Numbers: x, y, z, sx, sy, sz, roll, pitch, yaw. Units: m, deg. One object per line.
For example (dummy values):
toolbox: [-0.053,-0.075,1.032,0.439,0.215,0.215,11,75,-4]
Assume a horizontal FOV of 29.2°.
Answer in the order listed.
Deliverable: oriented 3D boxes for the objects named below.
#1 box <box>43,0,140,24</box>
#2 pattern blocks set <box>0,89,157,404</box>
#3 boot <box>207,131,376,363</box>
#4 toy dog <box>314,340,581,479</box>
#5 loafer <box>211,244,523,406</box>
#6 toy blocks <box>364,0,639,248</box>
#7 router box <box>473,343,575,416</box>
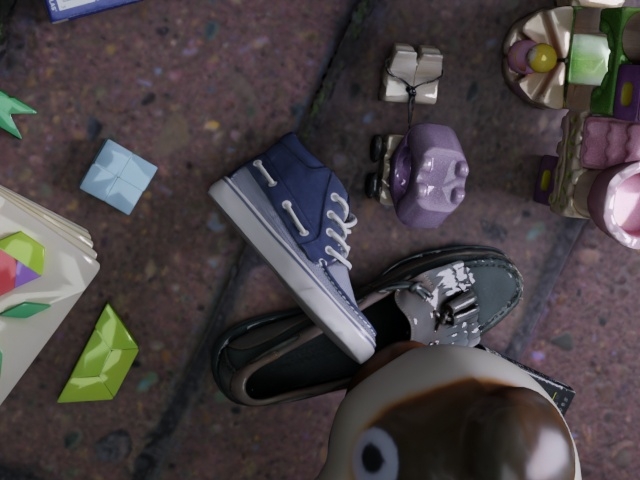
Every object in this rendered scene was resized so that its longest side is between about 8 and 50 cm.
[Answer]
box: [-0.113,-0.257,0.926,0.225,0.036,0.136,-16,101,-7]
pattern blocks set: [-0.276,0.043,0.942,0.285,0.026,0.324,20,93,-14]
boot: [0.000,0.000,0.935,0.086,0.069,0.190,-39,68,-6]
toy dog: [0.149,0.263,0.902,0.395,0.284,0.408,-37,112,-4]
loafer: [0.047,0.079,0.985,0.268,0.084,0.096,-19,102,-9]
toy blocks: [0.225,-0.132,0.901,0.309,0.260,0.288,4,98,-13]
router box: [0.146,0.160,1.042,0.092,0.038,0.122,26,92,-15]
